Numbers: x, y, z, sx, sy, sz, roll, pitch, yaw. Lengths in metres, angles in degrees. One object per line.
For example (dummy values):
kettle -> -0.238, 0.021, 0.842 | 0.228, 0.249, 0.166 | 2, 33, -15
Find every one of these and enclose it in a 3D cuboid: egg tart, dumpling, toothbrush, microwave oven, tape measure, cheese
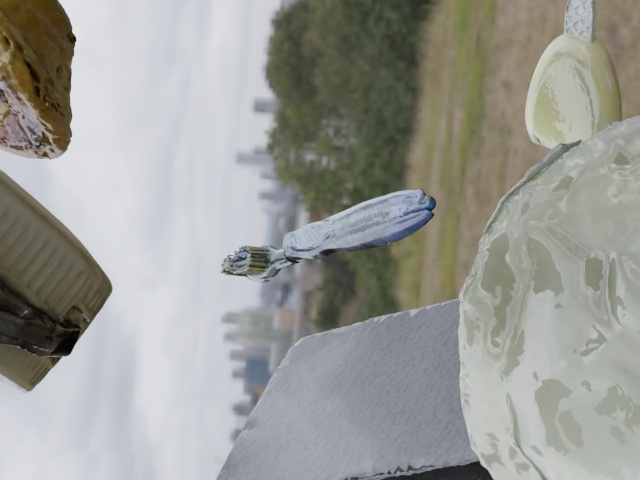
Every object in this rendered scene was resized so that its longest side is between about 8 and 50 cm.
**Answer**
egg tart -> -0.404, -0.250, 1.548 | 0.153, 0.351, 0.339 | -45, -8, -25
dumpling -> 0.263, 0.060, 0.943 | 0.395, 0.315, 0.233 | -45, 1, 11
toothbrush -> 0.000, 0.000, 1.072 | 0.413, 0.042, 0.035 | 161, 109, -67
microwave oven -> 0.149, 0.239, 1.464 | 0.236, 0.432, 0.374 | 60, -146, -22
tape measure -> -0.276, -0.010, 0.869 | 0.133, 0.271, 0.231 | -50, 28, -14
cheese -> 0.304, -0.219, 1.573 | 0.054, 0.127, 0.251 | -32, -49, -38
